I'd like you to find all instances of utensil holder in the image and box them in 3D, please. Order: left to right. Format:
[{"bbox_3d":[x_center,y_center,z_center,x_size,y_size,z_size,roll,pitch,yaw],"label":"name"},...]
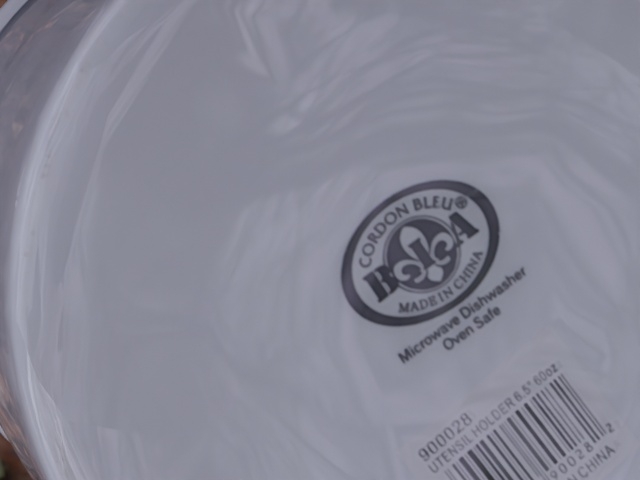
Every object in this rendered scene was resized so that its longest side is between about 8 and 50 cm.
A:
[{"bbox_3d":[0.000,0.000,0.850,0.328,0.385,0.327,-1,94,-13],"label":"utensil holder"}]
